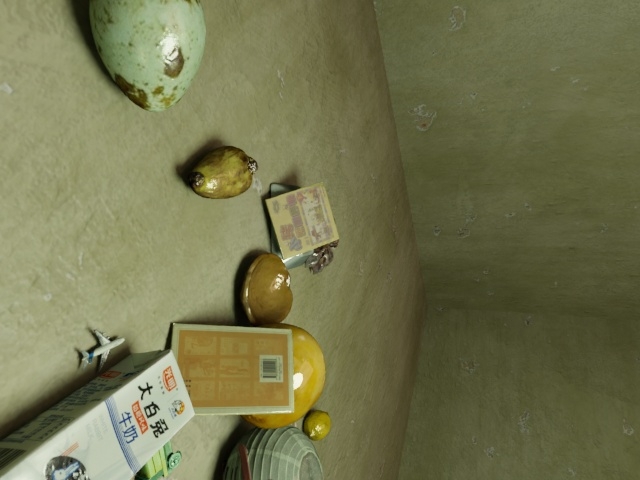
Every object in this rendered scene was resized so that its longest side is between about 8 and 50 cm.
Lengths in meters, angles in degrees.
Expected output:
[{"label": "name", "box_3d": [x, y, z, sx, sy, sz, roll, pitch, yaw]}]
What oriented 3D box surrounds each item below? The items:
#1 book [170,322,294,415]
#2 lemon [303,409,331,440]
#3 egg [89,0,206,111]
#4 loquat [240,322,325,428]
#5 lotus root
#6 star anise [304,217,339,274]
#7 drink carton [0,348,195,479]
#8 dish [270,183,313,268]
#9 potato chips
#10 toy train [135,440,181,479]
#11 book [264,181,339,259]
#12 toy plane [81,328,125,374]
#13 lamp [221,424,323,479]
[{"label": "book", "box_3d": [-0.169, 0.251, 0.905, 0.018, 0.242, 0.170, 132, -40, -56]}, {"label": "lemon", "box_3d": [-0.011, 0.580, 1.457, 0.111, 0.082, 0.082, -31, 119, -59]}, {"label": "egg", "box_3d": [-0.266, -0.320, 0.728, 0.169, 0.169, 0.231, -36, 133, -62]}, {"label": "loquat", "box_3d": [-0.100, 0.301, 1.058, 0.235, 0.235, 0.234, 1, 90, -67]}, {"label": "lotus root", "box_3d": [-0.214, -0.134, 0.960, 0.191, 0.095, 0.108, -34, 100, -53]}, {"label": "star anise", "box_3d": [0.007, 0.005, 1.495, 0.197, 0.073, 0.212, 4, 89, -64]}, {"label": "drink carton", "box_3d": [-0.327, 0.285, 0.662, 0.315, 0.107, 0.130, -38, 116, -62]}, {"label": "dish", "box_3d": [-0.066, -0.038, 1.317, 0.182, 0.080, 0.243, -9, 98, -66]}, {"label": "potato chips", "box_3d": [-0.144, 0.128, 1.158, 0.195, 0.062, 0.208, 65, 35, -36]}, {"label": "toy train", "box_3d": [-0.294, 0.373, 0.829, 0.081, 0.050, 0.122, -27, 116, -59]}, {"label": "book", "box_3d": [-0.045, -0.055, 1.254, 0.192, 0.013, 0.167, -22, 100, -33]}, {"label": "toy plane", "box_3d": [-0.344, 0.171, 0.735, 0.084, 0.024, 0.077, -43, 139, -69]}, {"label": "lamp", "box_3d": [-0.111, 0.550, 1.044, 0.233, 0.233, 0.265, 40, 31, -61]}]
